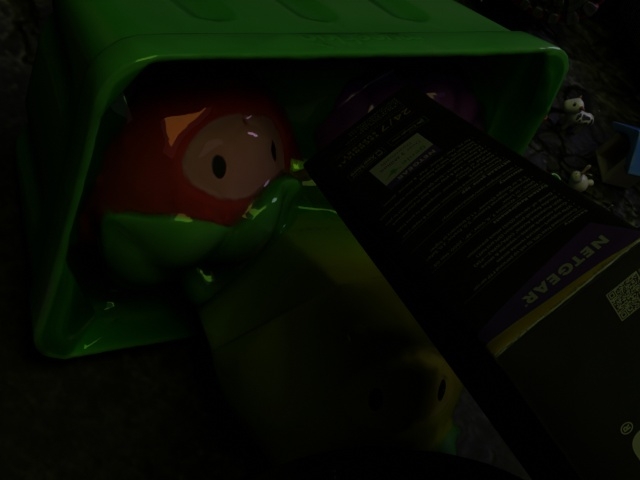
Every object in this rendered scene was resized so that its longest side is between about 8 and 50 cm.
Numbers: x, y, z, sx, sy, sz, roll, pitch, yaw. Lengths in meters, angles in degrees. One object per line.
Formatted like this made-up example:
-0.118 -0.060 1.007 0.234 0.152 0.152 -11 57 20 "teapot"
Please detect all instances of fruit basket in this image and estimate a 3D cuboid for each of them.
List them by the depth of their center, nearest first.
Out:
0.000 0.000 0.782 0.392 0.283 0.392 15 39 -12 "fruit basket"

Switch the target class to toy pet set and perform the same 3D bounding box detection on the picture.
0.274 -0.082 1.115 0.114 0.065 0.122 10 57 -27 "toy pet set"

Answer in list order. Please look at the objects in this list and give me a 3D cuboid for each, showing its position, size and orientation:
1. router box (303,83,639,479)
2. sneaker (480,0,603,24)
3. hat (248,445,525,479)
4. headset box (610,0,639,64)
0.137 0.083 0.614 0.309 0.081 0.243 53 -2 -29 "router box"
0.155 -0.323 1.179 0.299 0.121 0.112 38 19 -4 "sneaker"
0.050 0.289 0.675 0.331 0.331 0.134 69 10 21 "hat"
0.465 -0.195 1.220 0.218 0.110 0.293 -14 67 -6 "headset box"
